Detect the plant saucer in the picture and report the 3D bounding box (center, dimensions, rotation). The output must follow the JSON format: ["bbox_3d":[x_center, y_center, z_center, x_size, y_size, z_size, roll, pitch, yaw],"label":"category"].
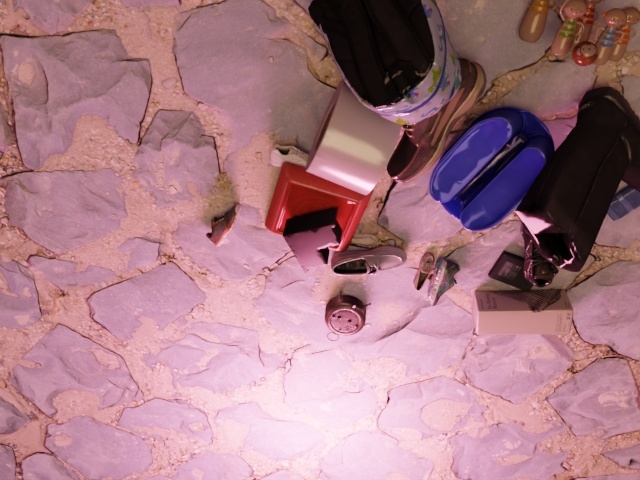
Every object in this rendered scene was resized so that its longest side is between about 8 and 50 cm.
[{"bbox_3d":[-0.012,-0.077,1.829,0.259,0.047,0.258,16,134,-6],"label":"plant saucer"}]

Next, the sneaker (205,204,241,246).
[{"bbox_3d":[-0.287,-0.050,1.894,0.065,0.061,0.158,33,118,-7],"label":"sneaker"}]

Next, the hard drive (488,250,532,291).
[{"bbox_3d":[0.581,0.093,1.930,0.135,0.022,0.094,21,120,-8],"label":"hard drive"}]

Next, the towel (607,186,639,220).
[{"bbox_3d":[0.838,-0.109,1.783,0.119,0.029,0.067,-37,112,24],"label":"towel"}]

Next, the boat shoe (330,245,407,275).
[{"bbox_3d":[0.142,0.072,1.918,0.228,0.081,0.079,-4,121,8],"label":"boat shoe"}]

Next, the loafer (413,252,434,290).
[{"bbox_3d":[0.311,0.096,1.943,0.045,0.039,0.125,15,121,-3],"label":"loafer"}]

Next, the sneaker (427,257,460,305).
[{"bbox_3d":[0.371,0.132,1.950,0.076,0.065,0.166,9,123,-5],"label":"sneaker"}]

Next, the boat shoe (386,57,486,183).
[{"bbox_3d":[0.261,-0.309,1.637,0.130,0.132,0.355,19,114,-32],"label":"boat shoe"}]

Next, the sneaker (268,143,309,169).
[{"bbox_3d":[-0.064,-0.222,1.763,0.152,0.053,0.061,10,148,-3],"label":"sneaker"}]

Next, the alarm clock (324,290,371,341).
[{"bbox_3d":[0.071,0.253,2.049,0.130,0.064,0.192,21,124,-8],"label":"alarm clock"}]

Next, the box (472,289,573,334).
[{"bbox_3d":[0.602,0.215,1.952,0.276,0.113,0.094,-2,120,4],"label":"box"}]

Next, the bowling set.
[{"bbox_3d":[0.619,-0.488,1.479,0.287,0.199,0.154,10,120,-6],"label":"bowling set"}]

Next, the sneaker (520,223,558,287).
[{"bbox_3d":[0.616,0.029,1.818,0.087,0.130,0.227,-4,108,0],"label":"sneaker"}]

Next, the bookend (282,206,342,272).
[{"bbox_3d":[0.000,0.000,1.817,0.157,0.072,0.156,-13,130,21],"label":"bookend"}]

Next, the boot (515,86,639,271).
[{"bbox_3d":[0.686,-0.102,1.562,0.367,0.445,0.146,41,150,-11],"label":"boot"}]

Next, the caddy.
[{"bbox_3d":[0.441,-0.183,1.689,0.241,0.179,0.341,45,117,6],"label":"caddy"}]

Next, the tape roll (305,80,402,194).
[{"bbox_3d":[0.084,-0.255,1.630,0.169,0.246,0.246,22,120,-8],"label":"tape roll"}]

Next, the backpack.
[{"bbox_3d":[0.166,-0.437,1.462,0.290,0.355,0.273,-31,143,21],"label":"backpack"}]
